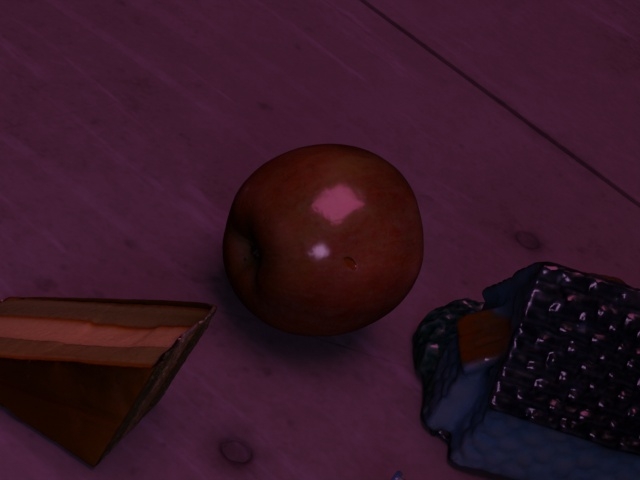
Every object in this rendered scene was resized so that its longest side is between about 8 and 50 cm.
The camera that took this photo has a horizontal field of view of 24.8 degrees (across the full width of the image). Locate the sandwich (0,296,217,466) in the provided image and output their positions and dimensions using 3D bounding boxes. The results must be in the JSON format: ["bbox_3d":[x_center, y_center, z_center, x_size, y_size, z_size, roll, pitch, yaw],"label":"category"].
[{"bbox_3d":[-0.207,0.076,1.226,0.187,0.144,0.117,33,35,8],"label":"sandwich"}]

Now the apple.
[{"bbox_3d":[0.000,0.000,1.406,0.174,0.188,0.188,-10,50,-32],"label":"apple"}]

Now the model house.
[{"bbox_3d":[0.254,0.093,1.403,0.261,0.241,0.226,17,40,-12],"label":"model house"}]

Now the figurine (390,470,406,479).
[{"bbox_3d":[0.161,0.285,1.249,0.260,0.102,0.205,30,1,8],"label":"figurine"}]
